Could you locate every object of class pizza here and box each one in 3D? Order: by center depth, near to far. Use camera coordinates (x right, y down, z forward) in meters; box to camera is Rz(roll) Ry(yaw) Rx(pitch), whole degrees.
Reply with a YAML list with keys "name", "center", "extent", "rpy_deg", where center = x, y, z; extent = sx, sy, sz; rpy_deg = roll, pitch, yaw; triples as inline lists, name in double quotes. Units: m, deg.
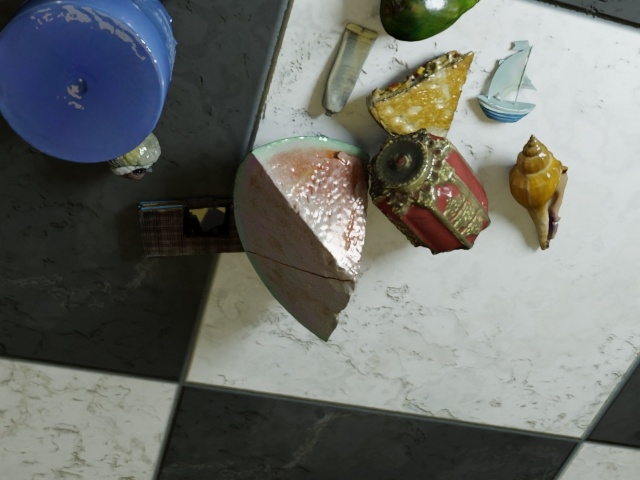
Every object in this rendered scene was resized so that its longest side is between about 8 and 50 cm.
- name: "pizza"
  center: [0.187, -0.257, 1.458]
  extent: [0.188, 0.062, 0.199]
  rpy_deg: [28, 115, -39]

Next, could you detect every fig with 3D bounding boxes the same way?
- name: "fig"
  center: [0.185, -0.374, 1.349]
  extent: [0.177, 0.117, 0.117]
  rpy_deg: [-5, 128, -15]

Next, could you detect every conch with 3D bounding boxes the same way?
- name: "conch"
  center: [0.403, -0.090, 1.590]
  extent: [0.093, 0.109, 0.330]
  rpy_deg: [22, 155, 25]

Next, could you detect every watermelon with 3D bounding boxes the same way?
- name: "watermelon"
  center: [0.004, -0.030, 1.540]
  extent: [0.319, 0.222, 0.292]
  rpy_deg: [46, 152, 5]

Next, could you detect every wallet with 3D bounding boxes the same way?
- name: "wallet"
  center: [-0.223, -0.024, 1.600]
  extent: [0.230, 0.042, 0.124]
  rpy_deg: [-2, 129, -2]

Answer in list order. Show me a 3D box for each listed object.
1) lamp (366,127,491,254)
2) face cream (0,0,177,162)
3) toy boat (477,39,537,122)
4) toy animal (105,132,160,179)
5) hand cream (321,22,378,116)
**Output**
- name: "lamp"
  center: [0.193, -0.082, 1.487]
  extent: [0.177, 0.177, 0.274]
  rpy_deg: [-29, 145, 15]
- name: "face cream"
  center: [-0.349, -0.275, 1.288]
  extent: [0.249, 0.225, 0.249]
  rpy_deg: [-2, 124, -2]
- name: "toy boat"
  center: [0.324, -0.269, 1.476]
  extent: [0.105, 0.034, 0.149]
  rpy_deg: [-13, 127, 1]
- name: "toy animal"
  center: [-0.345, -0.161, 1.458]
  extent: [0.137, 0.098, 0.098]
  rpy_deg: [26, 121, -4]
- name: "hand cream"
  center: [0.042, -0.286, 1.443]
  extent: [0.057, 0.037, 0.165]
  rpy_deg: [15, 116, -16]
